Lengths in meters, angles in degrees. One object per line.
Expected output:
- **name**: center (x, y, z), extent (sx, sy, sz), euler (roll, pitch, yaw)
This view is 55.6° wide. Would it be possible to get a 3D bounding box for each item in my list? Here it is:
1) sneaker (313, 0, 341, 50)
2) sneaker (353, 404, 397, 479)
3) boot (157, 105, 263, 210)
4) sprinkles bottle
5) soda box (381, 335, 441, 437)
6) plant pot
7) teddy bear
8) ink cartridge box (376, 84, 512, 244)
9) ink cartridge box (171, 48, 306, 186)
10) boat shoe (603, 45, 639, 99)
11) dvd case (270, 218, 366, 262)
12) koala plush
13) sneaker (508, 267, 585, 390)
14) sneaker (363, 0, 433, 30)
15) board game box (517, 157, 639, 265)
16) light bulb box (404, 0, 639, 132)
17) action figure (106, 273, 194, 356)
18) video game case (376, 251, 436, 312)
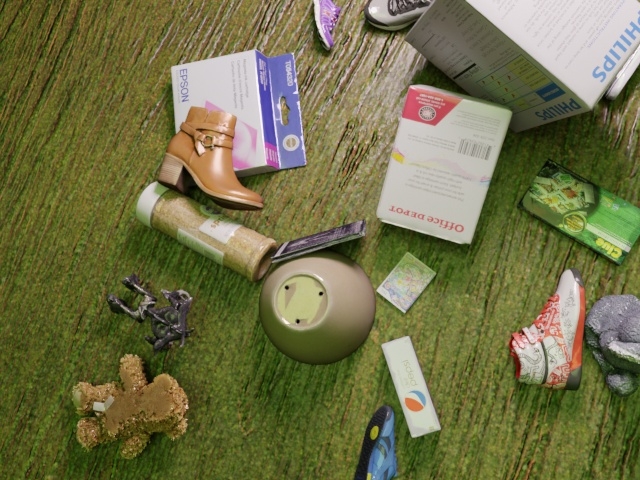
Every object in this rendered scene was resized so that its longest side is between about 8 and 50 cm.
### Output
- **sneaker**: center (0.020, -0.580, 1.582), extent (0.071, 0.068, 0.169), euler (-6, 79, 4)
- **sneaker**: center (0.141, 0.484, 1.382), extent (0.082, 0.069, 0.209), euler (22, 74, -19)
- **boot**: center (-0.242, -0.201, 1.496), extent (0.284, 0.109, 0.220), euler (18, 79, 14)
- **sprinkles bottle**: center (-0.286, -0.024, 1.518), extent (0.356, 0.121, 0.121), euler (27, 87, 14)
- **soda box**: center (0.206, 0.330, 1.381), extent (0.069, 0.074, 0.216), euler (-20, 77, 7)
- **plant pot**: center (-0.024, 0.147, 1.400), extent (0.284, 0.191, 0.283), euler (-2, 80, 12)
- **teddy bear**: center (-0.470, 0.415, 1.499), extent (0.338, 0.113, 0.245), euler (-30, 69, 13)
- **ink cartridge box**: center (0.274, -0.174, 1.363), extent (0.226, 0.131, 0.306), euler (18, 112, 10)
- **ink cartridge box**: center (-0.219, -0.328, 1.585), extent (0.331, 0.071, 0.323), euler (-10, 78, 11)
- **boat shoe**: center (0.713, -0.439, 1.417), extent (0.076, 0.080, 0.228), euler (32, 95, 13)
- **dvd case**: center (0.000, 0.000, 1.437), extent (0.222, 0.164, 0.018), euler (-16, 99, 8)
- **koala plush**: center (0.653, 0.199, 1.239), extent (0.196, 0.221, 0.203), euler (-33, 76, 5)
- **sneaker**: center (0.497, 0.190, 1.340), extent (0.145, 0.090, 0.269), euler (4, 84, 9)
- **sneaker**: center (0.242, -0.598, 1.519), extent (0.272, 0.108, 0.100), euler (-2, 82, 12)
- **board game box**: center (0.603, -0.067, 1.395), extent (0.260, 0.030, 0.136), euler (34, 86, 15)
- **light bulb box**: center (0.415, -0.443, 1.284), extent (0.361, 0.358, 0.225), euler (38, 89, -6)
- **action figure**: center (-0.392, 0.186, 1.496), extent (0.276, 0.141, 0.164), euler (27, 84, 30)
- **video game case**: center (0.206, 0.100, 1.454), extent (0.087, 0.011, 0.122), euler (38, 90, 15)
